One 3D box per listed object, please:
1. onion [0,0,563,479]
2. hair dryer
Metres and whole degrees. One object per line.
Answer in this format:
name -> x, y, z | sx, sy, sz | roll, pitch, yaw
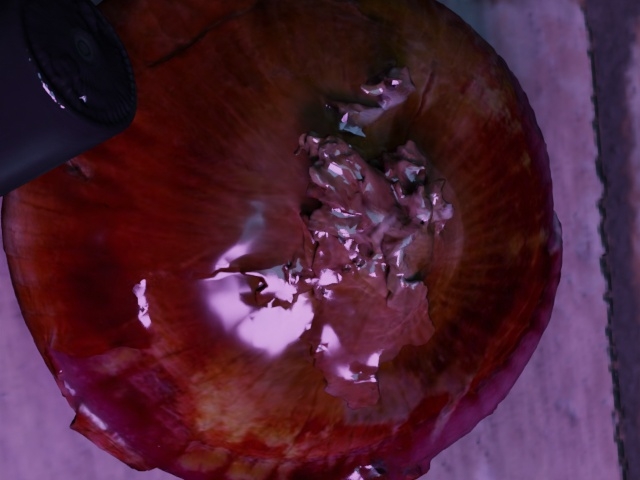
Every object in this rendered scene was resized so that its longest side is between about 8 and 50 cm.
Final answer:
onion -> 0.000, 0.000, 0.526 | 0.230, 0.163, 0.230 | -4, 99, -28
hair dryer -> -0.153, -0.082, 0.420 | 0.100, 0.057, 0.197 | -24, 131, 23
